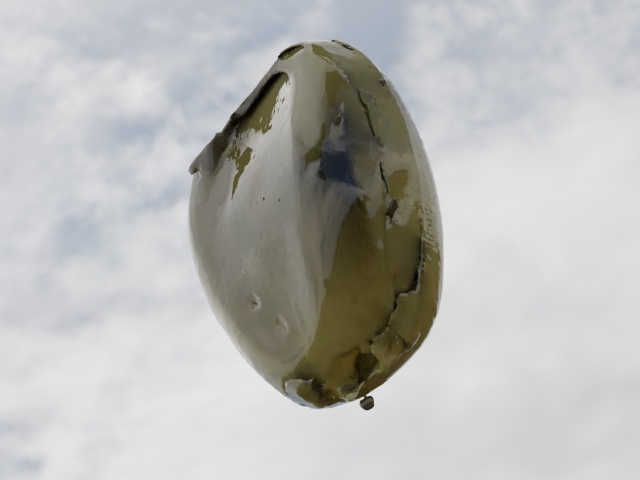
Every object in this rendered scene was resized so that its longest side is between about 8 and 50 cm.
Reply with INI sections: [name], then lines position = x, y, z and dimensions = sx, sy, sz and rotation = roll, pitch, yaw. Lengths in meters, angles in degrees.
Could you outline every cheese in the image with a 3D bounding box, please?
[cheese]
position = 0.000, 0.000, 1.320
dimensions = 0.128, 0.316, 0.259
rotation = 11, -52, -30
